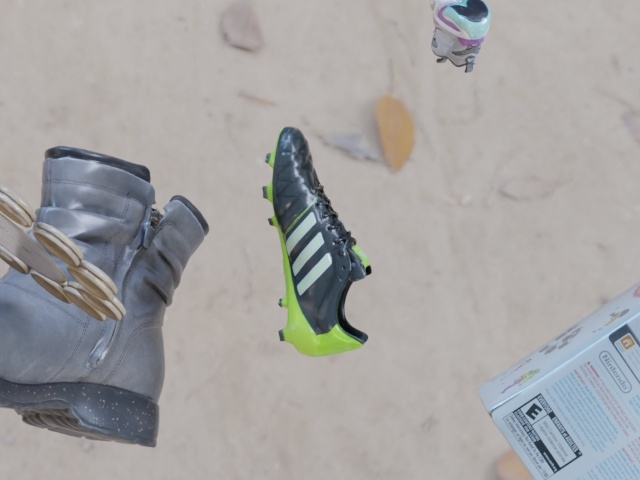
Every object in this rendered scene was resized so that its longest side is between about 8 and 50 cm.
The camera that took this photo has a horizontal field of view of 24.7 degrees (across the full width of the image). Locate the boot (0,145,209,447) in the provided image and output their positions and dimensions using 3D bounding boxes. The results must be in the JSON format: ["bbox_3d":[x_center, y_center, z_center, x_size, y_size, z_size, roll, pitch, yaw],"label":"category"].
[{"bbox_3d":[-0.228,0.025,1.138,0.118,0.338,0.222,3,76,30],"label":"boot"}]

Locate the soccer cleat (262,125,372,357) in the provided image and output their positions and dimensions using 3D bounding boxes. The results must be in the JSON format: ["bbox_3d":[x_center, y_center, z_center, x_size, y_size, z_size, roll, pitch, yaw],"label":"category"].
[{"bbox_3d":[0.000,0.000,1.114,0.072,0.178,0.060,-5,7,16],"label":"soccer cleat"}]

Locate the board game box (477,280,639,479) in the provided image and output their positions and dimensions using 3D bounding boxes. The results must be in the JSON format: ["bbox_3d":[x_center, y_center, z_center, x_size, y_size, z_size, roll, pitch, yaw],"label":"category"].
[{"bbox_3d":[0.307,0.127,1.100,0.303,0.097,0.224,-34,92,3],"label":"board game box"}]

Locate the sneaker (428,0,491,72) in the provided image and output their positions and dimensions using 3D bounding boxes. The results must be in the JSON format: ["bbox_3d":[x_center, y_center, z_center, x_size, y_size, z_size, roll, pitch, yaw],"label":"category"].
[{"bbox_3d":[0.092,-0.162,1.074,0.038,0.069,0.098,-7,46,-13],"label":"sneaker"}]

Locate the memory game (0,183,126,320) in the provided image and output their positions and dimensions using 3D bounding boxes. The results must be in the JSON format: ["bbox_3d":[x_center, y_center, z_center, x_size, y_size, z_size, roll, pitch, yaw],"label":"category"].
[{"bbox_3d":[-0.204,-0.006,0.974,0.186,0.186,0.012,32,72,13],"label":"memory game"}]
